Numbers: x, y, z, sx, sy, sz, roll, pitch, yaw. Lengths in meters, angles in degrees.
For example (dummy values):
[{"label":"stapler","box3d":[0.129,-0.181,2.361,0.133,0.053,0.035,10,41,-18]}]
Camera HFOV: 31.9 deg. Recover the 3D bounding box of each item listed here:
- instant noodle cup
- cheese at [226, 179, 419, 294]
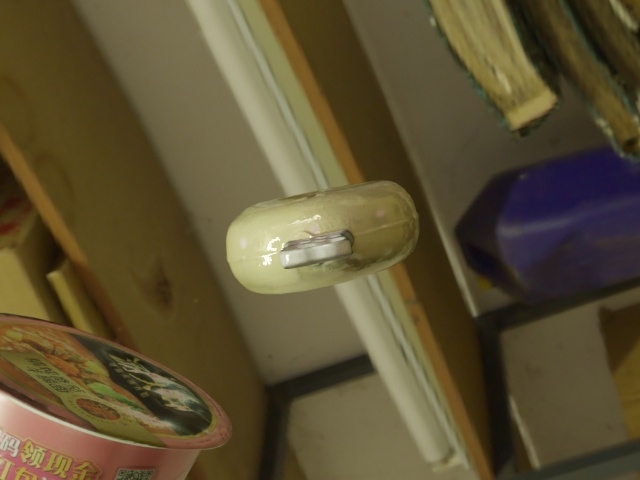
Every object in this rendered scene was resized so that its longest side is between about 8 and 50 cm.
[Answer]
[{"label":"instant noodle cup","box3d":[-0.227,0.217,0.899,0.255,0.244,0.244,-66,-15,6]},{"label":"cheese","box3d":[0.000,0.000,0.742,0.227,0.137,0.064,-73,-32,-84]}]
